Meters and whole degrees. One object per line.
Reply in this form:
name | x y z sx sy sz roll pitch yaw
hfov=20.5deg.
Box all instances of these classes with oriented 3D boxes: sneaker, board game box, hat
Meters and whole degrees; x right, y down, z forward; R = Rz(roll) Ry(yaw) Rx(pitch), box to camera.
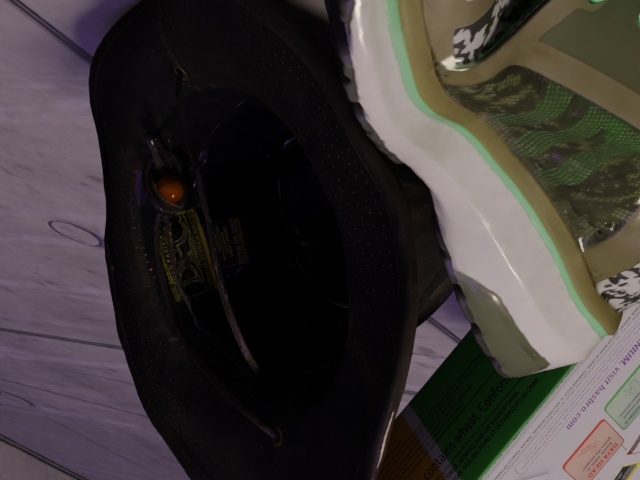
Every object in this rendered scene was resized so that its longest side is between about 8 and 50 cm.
sneaker | 0.106 -0.092 0.669 0.182 0.158 0.410 -16 151 10
board game box | 0.163 0.133 1.026 0.064 0.242 0.316 38 177 38
hat | 0.000 0.000 0.918 0.134 0.331 0.331 -13 179 -28
